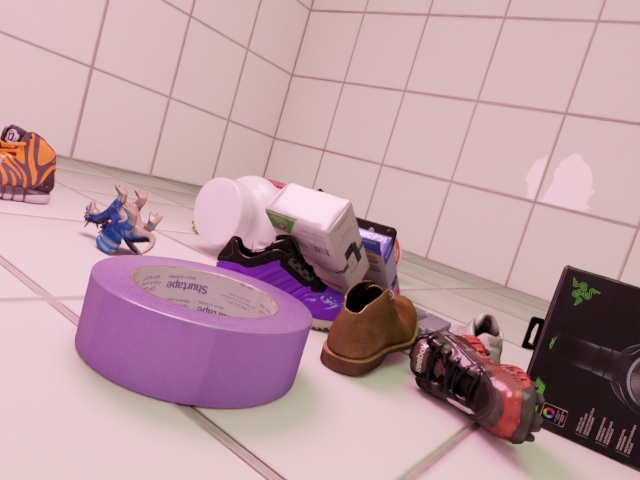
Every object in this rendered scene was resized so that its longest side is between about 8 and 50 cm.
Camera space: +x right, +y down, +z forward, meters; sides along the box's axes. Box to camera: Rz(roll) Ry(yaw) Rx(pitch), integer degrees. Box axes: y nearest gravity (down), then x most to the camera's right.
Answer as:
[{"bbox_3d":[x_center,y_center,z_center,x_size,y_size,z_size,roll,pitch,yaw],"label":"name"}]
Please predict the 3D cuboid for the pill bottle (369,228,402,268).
[{"bbox_3d":[0.121,0.029,1.618,0.283,0.161,0.161,12,8,-31],"label":"pill bottle"}]

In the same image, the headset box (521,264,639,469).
[{"bbox_3d":[0.459,0.188,0.725,0.283,0.246,0.131,20,7,25],"label":"headset box"}]

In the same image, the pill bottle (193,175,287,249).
[{"bbox_3d":[-0.147,-0.058,1.369,0.229,0.229,0.408,21,7,34],"label":"pill bottle"}]

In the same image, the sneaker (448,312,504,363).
[{"bbox_3d":[0.300,0.188,0.906,0.090,0.115,0.232,17,6,0],"label":"sneaker"}]

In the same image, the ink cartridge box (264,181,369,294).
[{"bbox_3d":[0.000,0.000,0.953,0.153,0.087,0.208,21,-30,30],"label":"ink cartridge box"}]

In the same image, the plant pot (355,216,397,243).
[{"bbox_3d":[0.119,0.025,1.338,0.188,0.187,0.167,17,-11,-2],"label":"plant pot"}]

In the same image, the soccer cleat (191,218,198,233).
[{"bbox_3d":[-0.341,-0.035,1.478,0.072,0.060,0.179,24,6,-42],"label":"soccer cleat"}]

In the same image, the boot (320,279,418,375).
[{"bbox_3d":[0.106,0.122,0.814,0.112,0.115,0.305,17,13,24],"label":"boot"}]

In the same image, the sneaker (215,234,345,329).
[{"bbox_3d":[-0.055,0.067,0.897,0.293,0.146,0.102,16,6,-3],"label":"sneaker"}]

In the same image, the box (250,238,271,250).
[{"bbox_3d":[-0.116,0.056,1.098,0.102,0.087,0.101,16,6,-11],"label":"box"}]

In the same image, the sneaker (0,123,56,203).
[{"bbox_3d":[-0.778,-0.194,1.129,0.125,0.180,0.321,19,7,19],"label":"sneaker"}]

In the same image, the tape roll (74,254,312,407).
[{"bbox_3d":[-0.153,0.102,0.609,0.275,0.090,0.275,16,7,-2],"label":"tape roll"}]

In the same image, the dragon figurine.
[{"bbox_3d":[-0.402,-0.016,0.987,0.085,0.144,0.289,12,27,-49],"label":"dragon figurine"}]

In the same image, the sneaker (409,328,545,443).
[{"bbox_3d":[0.202,0.195,0.682,0.135,0.097,0.276,16,4,-6],"label":"sneaker"}]

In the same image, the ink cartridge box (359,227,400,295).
[{"bbox_3d":[0.084,0.045,1.126,0.186,0.065,0.311,18,-25,24],"label":"ink cartridge box"}]

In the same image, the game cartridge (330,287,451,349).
[{"bbox_3d":[0.127,0.155,1.046,0.294,0.060,0.196,20,11,26],"label":"game cartridge"}]

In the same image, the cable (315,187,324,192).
[{"bbox_3d":[0.000,-0.009,1.301,0.072,0.287,0.139,-11,-41,39],"label":"cable"}]
